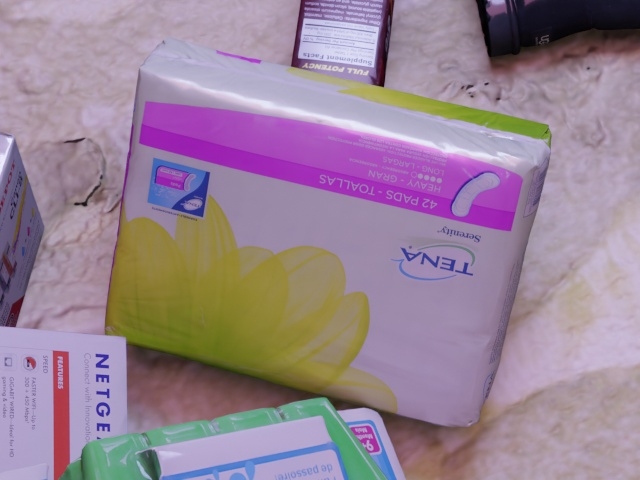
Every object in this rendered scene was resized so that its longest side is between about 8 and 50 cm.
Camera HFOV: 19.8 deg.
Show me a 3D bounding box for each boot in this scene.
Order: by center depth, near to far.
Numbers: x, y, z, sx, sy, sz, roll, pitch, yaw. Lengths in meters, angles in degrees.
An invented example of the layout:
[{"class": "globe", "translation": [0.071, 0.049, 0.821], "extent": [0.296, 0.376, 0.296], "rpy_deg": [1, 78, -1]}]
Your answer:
[{"class": "boot", "translation": [0.218, -0.276, 1.512], "extent": [0.207, 0.094, 0.246], "rpy_deg": [-10, 75, 0]}]

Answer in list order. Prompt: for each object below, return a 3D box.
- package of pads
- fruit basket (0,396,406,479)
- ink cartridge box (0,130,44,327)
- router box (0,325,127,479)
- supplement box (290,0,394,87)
[{"class": "package of pads", "translation": [0.000, 0.000, 1.339], "extent": [0.296, 0.229, 0.101], "rpy_deg": [13, 25, 6]}, {"class": "fruit basket", "translation": [-0.026, 0.278, 1.173], "extent": [0.327, 0.165, 0.353], "rpy_deg": [-7, 57, -32]}, {"class": "ink cartridge box", "translation": [-0.290, -0.001, 1.357], "extent": [0.127, 0.176, 0.128], "rpy_deg": [12, 69, 5]}, {"class": "router box", "translation": [-0.279, 0.222, 1.222], "extent": [0.301, 0.082, 0.335], "rpy_deg": [7, 71, -28]}, {"class": "supplement box", "translation": [0.022, -0.183, 1.456], "extent": [0.073, 0.130, 0.239], "rpy_deg": [7, 69, 2]}]
